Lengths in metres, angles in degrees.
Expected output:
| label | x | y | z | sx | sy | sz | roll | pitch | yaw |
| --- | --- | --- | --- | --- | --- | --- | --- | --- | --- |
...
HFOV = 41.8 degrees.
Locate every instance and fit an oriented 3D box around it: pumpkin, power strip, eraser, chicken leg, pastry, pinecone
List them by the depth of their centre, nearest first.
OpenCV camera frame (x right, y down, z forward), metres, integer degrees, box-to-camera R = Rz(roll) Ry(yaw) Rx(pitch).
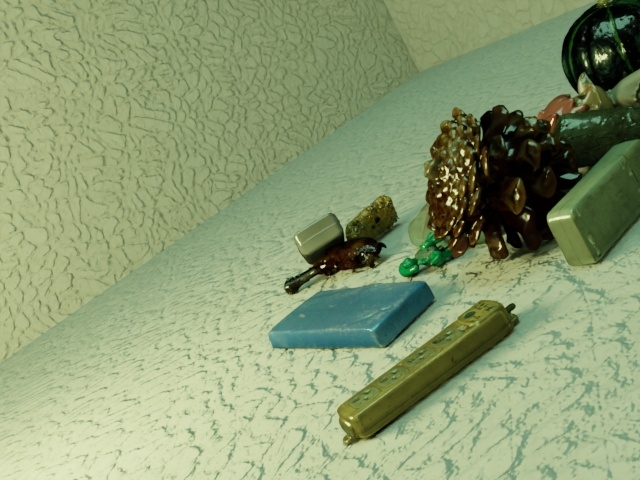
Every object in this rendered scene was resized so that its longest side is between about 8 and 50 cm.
| label | x | y | z | sx | sy | sz | roll | pitch | yaw |
| --- | --- | --- | --- | --- | --- | --- | --- | --- | --- |
| power strip | 0.144 | 0.163 | 1.105 | 0.305 | 0.044 | 0.064 | -33 | 13 | -16 |
| power strip | 0.441 | -0.073 | 1.254 | 0.288 | 0.093 | 0.053 | -38 | 13 | -35 |
| pinecone | 0.295 | -0.096 | 1.339 | 0.264 | 0.264 | 0.264 | -27 | 13 | 7 |
| eraser | 0.043 | 0.130 | 1.434 | 0.144 | 0.043 | 0.312 | -38 | 16 | -33 |
| chicken leg | 0.030 | 0.050 | 1.754 | 0.253 | 0.051 | 0.106 | -25 | 19 | 31 |
| pumpkin | 0.668 | -0.434 | 1.824 | 0.315 | 0.238 | 0.315 | -25 | 18 | 9 |
| pastry | 0.109 | -0.037 | 1.844 | 0.140 | 0.080 | 0.056 | -36 | 26 | -28 |

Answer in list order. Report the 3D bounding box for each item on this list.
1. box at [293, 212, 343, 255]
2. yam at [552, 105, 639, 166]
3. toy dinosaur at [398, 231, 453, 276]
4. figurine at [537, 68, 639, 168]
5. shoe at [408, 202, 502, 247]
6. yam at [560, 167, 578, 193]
| label | x | y | z | sx | sy | sz | roll | pitch | yaw |
| --- | --- | --- | --- | --- | --- | --- | --- | --- | --- |
| box | 0.000 | 0.000 | 1.812 | 0.103 | 0.055 | 0.244 | -32 | -7 | -2 |
| yam | 0.473 | -0.171 | 1.405 | 0.183 | 0.107 | 0.107 | -2 | 22 | 17 |
| toy dinosaur | 0.188 | 0.032 | 1.493 | 0.096 | 0.059 | 0.132 | -41 | 7 | -12 |
| figurine | 0.512 | -0.233 | 1.556 | 0.386 | 0.166 | 0.207 | -22 | -4 | 14 |
| shoe | 0.238 | -0.047 | 1.571 | 0.103 | 0.100 | 0.251 | -36 | 17 | -23 |
| yam | 0.399 | -0.104 | 1.510 | 0.146 | 0.070 | 0.070 | -20 | 16 | 29 |
